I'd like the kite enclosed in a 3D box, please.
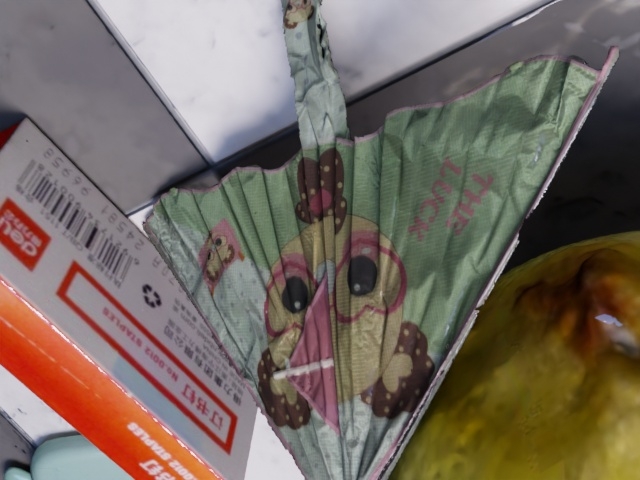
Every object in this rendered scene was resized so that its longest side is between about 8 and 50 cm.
[{"bbox_3d":[0.000,0.000,0.466,0.013,0.268,0.322,3,169,-42],"label":"kite"}]

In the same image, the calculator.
[{"bbox_3d":[-0.153,0.176,0.714,0.152,0.021,0.095,-6,123,9],"label":"calculator"}]

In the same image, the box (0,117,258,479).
[{"bbox_3d":[-0.118,0.048,0.560,0.050,0.123,0.229,-32,115,23],"label":"box"}]

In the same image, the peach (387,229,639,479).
[{"bbox_3d":[0.176,0.145,0.483,0.315,0.281,0.314,25,88,-36],"label":"peach"}]
